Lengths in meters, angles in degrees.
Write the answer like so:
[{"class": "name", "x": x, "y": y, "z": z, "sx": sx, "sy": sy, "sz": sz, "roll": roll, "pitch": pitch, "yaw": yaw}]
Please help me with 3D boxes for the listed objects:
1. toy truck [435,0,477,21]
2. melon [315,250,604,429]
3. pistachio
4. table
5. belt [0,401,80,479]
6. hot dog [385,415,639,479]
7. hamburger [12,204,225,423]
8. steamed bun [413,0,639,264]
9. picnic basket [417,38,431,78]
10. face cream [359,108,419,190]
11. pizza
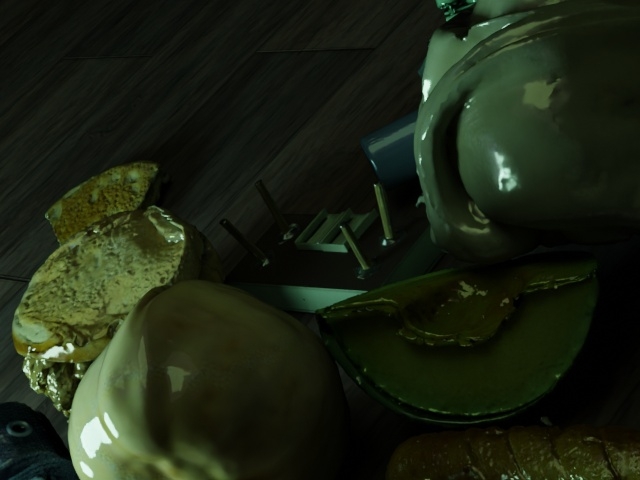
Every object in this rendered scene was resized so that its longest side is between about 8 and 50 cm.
[{"class": "toy truck", "x": 0.229, "y": -0.293, "z": 2.144, "sx": 0.154, "sy": 0.080, "sz": 0.078, "roll": -19, "pitch": 4, "yaw": 22}, {"class": "melon", "x": 0.151, "y": 0.089, "z": 1.570, "sx": 0.265, "sy": 0.129, "sz": 0.169, "roll": -11, "pitch": 8, "yaw": 21}, {"class": "pistachio", "x": -0.092, "y": 0.155, "z": 1.525, "sx": 0.229, "sy": 0.321, "sz": 0.238, "roll": -12, "pitch": 77, "yaw": 24}, {"class": "table", "x": 0.000, "y": 0.000, "z": 1.848, "sx": 0.240, "sy": 0.111, "sz": 0.121, "roll": 1, "pitch": 41, "yaw": 45}, {"class": "belt", "x": -0.352, "y": 0.273, "z": 1.741, "sx": 0.218, "sy": 0.122, "sz": 0.128, "roll": -35, "pitch": 45, "yaw": -4}, {"class": "hot dog", "x": 0.175, "y": 0.195, "z": 1.434, "sx": 0.286, "sy": 0.061, "sz": 0.087, "roll": -10, "pitch": 46, "yaw": 35}, {"class": "hamburger", "x": -0.216, "y": 0.083, "z": 1.873, "sx": 0.243, "sy": 0.146, "sz": 0.286, "roll": -20, "pitch": 36, "yaw": 31}, {"class": "steamed bun", "x": 0.237, "y": -0.136, "z": 1.623, "sx": 0.342, "sy": 0.255, "sz": 0.367, "roll": -15, "pitch": 15, "yaw": 17}, {"class": "picnic basket", "x": 0.157, "y": -0.225, "z": 2.104, "sx": 0.083, "sy": 0.065, "sz": 0.083, "roll": -44, "pitch": 22, "yaw": 11}, {"class": "face cream", "x": 0.230, "y": -0.167, "z": 1.926, "sx": 0.385, "sy": 0.086, "sz": 0.135, "roll": -26, "pitch": 32, "yaw": 0}, {"class": "pizza", "x": -0.276, "y": -0.031, "z": 2.237, "sx": 0.181, "sy": 0.034, "sz": 0.262, "roll": -30, "pitch": 28, "yaw": 4}]
